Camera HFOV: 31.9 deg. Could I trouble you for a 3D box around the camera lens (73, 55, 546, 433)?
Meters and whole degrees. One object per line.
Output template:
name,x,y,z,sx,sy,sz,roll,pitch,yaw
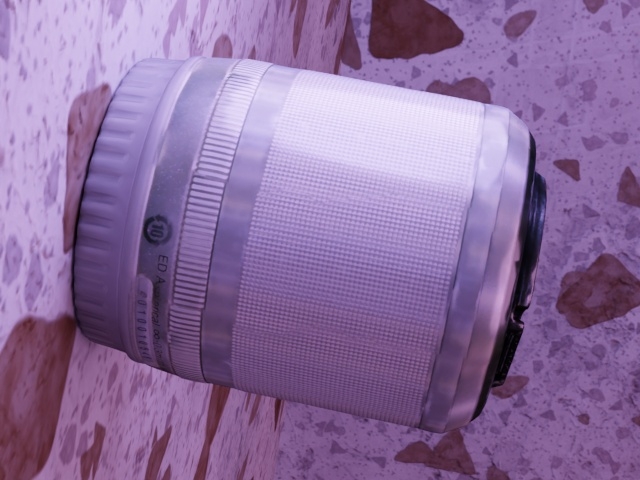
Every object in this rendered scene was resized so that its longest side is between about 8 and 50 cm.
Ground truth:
camera lens,0.000,0.000,0.750,0.219,0.274,0.219,11,90,-86
